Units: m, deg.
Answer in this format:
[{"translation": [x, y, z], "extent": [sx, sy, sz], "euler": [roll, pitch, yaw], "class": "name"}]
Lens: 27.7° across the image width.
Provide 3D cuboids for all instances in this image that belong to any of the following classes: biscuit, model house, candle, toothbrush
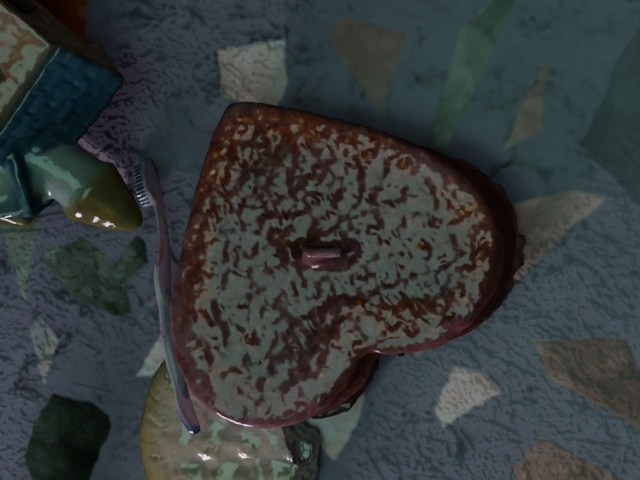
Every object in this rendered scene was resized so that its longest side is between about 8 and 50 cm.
[{"translation": [-0.087, 0.219, 1.253], "extent": [0.188, 0.040, 0.265], "euler": [-20, 90, 23], "class": "biscuit"}, {"translation": [-0.290, -0.121, 1.230], "extent": [0.325, 0.194, 0.267], "euler": [39, 105, -3], "class": "model house"}, {"translation": [0.000, 0.000, 1.139], "extent": [0.317, 0.131, 0.287], "euler": [-27, 81, 14], "class": "candle"}, {"translation": [-0.147, 0.053, 1.241], "extent": [0.027, 0.021, 0.269], "euler": [-18, 79, 39], "class": "toothbrush"}]
